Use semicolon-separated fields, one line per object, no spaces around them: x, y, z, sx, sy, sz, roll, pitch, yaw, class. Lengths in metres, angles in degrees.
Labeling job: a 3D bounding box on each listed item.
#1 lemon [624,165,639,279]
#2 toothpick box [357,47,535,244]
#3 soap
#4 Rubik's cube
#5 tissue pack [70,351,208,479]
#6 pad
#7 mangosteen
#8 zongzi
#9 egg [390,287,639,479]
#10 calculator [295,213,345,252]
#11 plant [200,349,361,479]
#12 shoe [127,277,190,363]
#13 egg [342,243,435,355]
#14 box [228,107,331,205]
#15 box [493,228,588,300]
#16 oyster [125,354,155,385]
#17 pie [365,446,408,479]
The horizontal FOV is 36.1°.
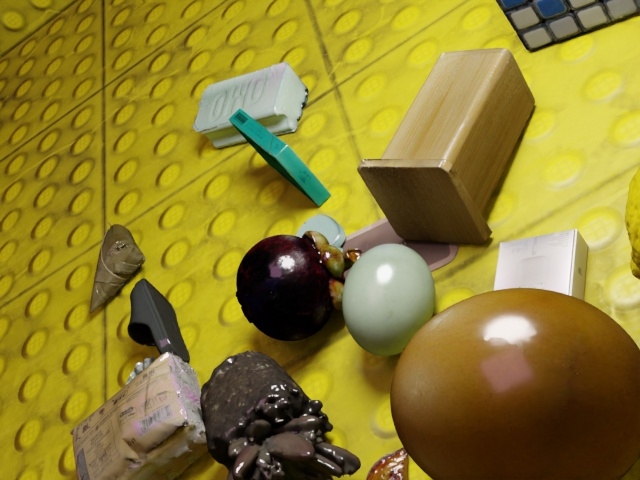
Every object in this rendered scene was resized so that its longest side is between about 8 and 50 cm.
0.538;-0.035;1.235;0.322;0.268;0.268;-35;39;17;lemon
0.234;-0.172;1.697;0.188;0.190;0.308;3;52;42;toothpick box
-0.162;-0.304;2.224;0.262;0.094;0.150;-9;50;36;soap
0.449;-0.571;1.775;0.287;0.293;0.291;-15;48;31;Rubik's cube
-0.325;0.350;1.756;0.257;0.123;0.215;-38;37;7;tissue pack
0.119;0.021;1.757;0.266;0.002;0.176;-26;42;21;pad
-0.034;0.070;1.717;0.231;0.194;0.194;-26;38;-7;mangosteen
-0.482;0.056;2.204;0.178;0.081;0.189;-53;32;5;zongzi
0.250;0.202;1.259;0.351;0.283;0.282;-12;48;47;egg
0.000;0.000;1.862;0.095;0.021;0.153;-43;33;2;calculator
-0.076;0.308;1.519;0.181;0.194;0.321;-48;36;1;plant
-0.337;0.173;1.937;0.093;0.108;0.241;-37;42;4;shoe
0.110;0.095;1.581;0.149;0.149;0.192;-14;46;32;egg
-0.084;-0.169;1.979;0.042;0.161;0.226;-46;38;-2;box
0.334;0.056;1.500;0.130;0.051;0.129;-12;49;35;box
-0.339;0.277;1.893;0.100;0.037;0.098;-47;33;23;oyster
0.097;0.392;1.421;0.088;0.033;0.191;-31;41;22;pie
